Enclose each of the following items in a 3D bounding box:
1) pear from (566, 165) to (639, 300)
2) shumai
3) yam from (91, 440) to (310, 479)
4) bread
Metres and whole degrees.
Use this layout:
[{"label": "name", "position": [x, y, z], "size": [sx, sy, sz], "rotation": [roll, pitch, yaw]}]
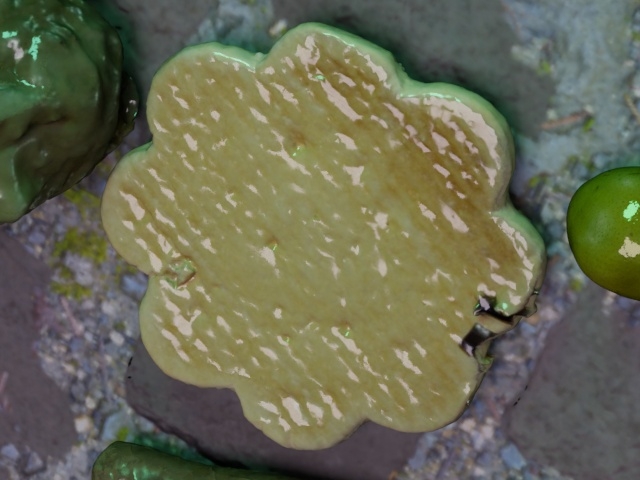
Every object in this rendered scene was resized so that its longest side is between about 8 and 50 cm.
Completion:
[{"label": "pear", "position": [0.195, -0.007, 1.224], "size": [0.097, 0.092, 0.092], "rotation": [31, 120, 31]}, {"label": "shumai", "position": [-0.271, -0.078, 1.321], "size": [0.256, 0.218, 0.189], "rotation": [-25, 104, 32]}, {"label": "yam", "position": [-0.019, 0.200, 1.405], "size": [0.300, 0.066, 0.066], "rotation": [9, 113, 20]}, {"label": "bread", "position": [0.000, 0.000, 1.325], "size": [0.316, 0.054, 0.316], "rotation": [8, 113, 19]}]
